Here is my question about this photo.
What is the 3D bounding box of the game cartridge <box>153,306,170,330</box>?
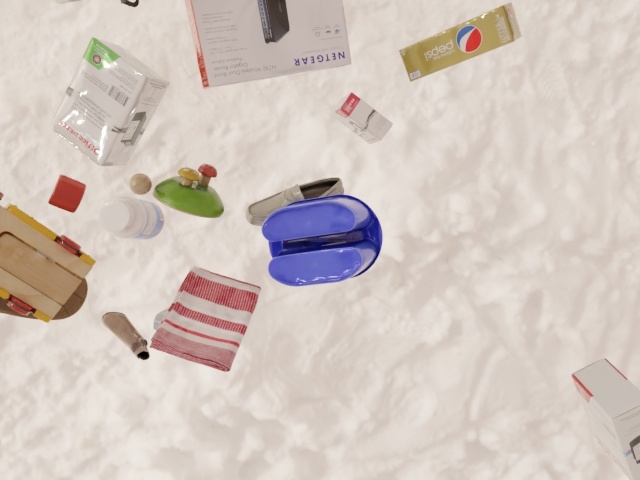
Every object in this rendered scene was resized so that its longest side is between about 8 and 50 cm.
[{"bbox_3d":[-0.414,0.265,1.969,0.297,0.198,0.062,-12,117,-67],"label":"game cartridge"}]

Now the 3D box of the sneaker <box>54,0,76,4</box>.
[{"bbox_3d":[-0.473,-0.602,1.283,0.297,0.129,0.111,-22,98,-18],"label":"sneaker"}]

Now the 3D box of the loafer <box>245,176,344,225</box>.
[{"bbox_3d":[-0.079,-0.128,1.805,0.319,0.112,0.111,-18,142,-15],"label":"loafer"}]

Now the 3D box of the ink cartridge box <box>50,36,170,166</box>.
[{"bbox_3d":[-0.595,-0.383,1.638,0.289,0.211,0.121,-55,169,16],"label":"ink cartridge box"}]

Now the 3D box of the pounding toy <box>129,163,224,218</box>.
[{"bbox_3d":[-0.343,-0.149,1.463,0.237,0.183,0.110,19,104,-12],"label":"pounding toy"}]

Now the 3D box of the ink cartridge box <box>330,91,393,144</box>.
[{"bbox_3d":[0.116,-0.343,1.645,0.150,0.109,0.063,35,85,-13],"label":"ink cartridge box"}]

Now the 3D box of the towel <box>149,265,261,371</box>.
[{"bbox_3d":[-0.327,0.219,1.716,0.237,0.329,0.037,18,132,0],"label":"towel"}]

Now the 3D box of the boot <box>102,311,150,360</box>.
[{"bbox_3d":[-0.381,0.193,1.157,0.042,0.087,0.118,-40,155,-6],"label":"boot"}]

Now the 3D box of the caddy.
[{"bbox_3d":[0.000,0.000,1.624,0.341,0.179,0.241,-7,94,18],"label":"caddy"}]

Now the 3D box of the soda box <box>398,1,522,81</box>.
[{"bbox_3d":[0.224,-0.319,0.940,0.061,0.181,0.058,-40,112,-50],"label":"soda box"}]

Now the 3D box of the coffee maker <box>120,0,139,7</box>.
[{"bbox_3d":[-0.307,-0.558,1.104,0.178,0.120,0.171,-17,93,26],"label":"coffee maker"}]

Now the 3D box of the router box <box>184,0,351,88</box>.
[{"bbox_3d":[-0.117,-0.507,1.261,0.335,0.082,0.301,-15,105,-18],"label":"router box"}]

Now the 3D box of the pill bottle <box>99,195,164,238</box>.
[{"bbox_3d":[-0.553,-0.065,1.700,0.124,0.221,0.124,0,88,7],"label":"pill bottle"}]

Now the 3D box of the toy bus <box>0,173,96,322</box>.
[{"bbox_3d":[-0.369,0.005,0.672,0.191,0.104,0.202,-9,99,-28],"label":"toy bus"}]

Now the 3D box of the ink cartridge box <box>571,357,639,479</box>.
[{"bbox_3d":[0.529,0.318,1.025,0.072,0.127,0.175,-28,114,3],"label":"ink cartridge box"}]

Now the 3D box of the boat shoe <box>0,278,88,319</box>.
[{"bbox_3d":[-0.456,0.044,0.750,0.285,0.089,0.104,22,85,-37],"label":"boat shoe"}]
